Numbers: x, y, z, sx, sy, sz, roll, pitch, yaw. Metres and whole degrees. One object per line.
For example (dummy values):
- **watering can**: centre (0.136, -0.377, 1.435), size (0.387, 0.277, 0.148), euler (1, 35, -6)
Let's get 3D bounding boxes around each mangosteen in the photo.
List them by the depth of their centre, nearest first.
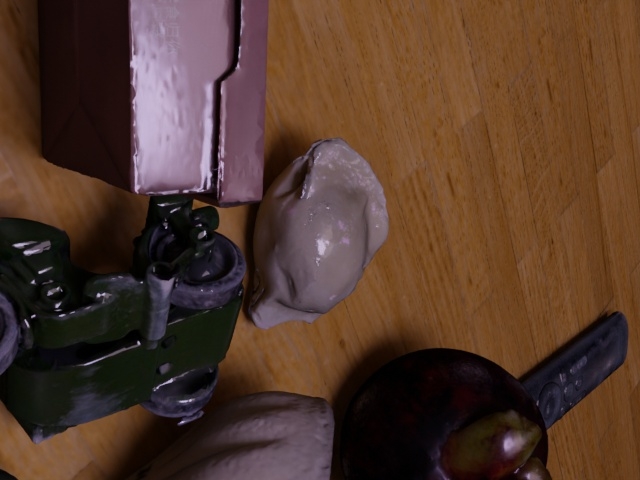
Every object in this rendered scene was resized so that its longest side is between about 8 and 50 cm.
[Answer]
- **mangosteen**: centre (0.142, 0.234, 0.859), size (0.228, 0.265, 0.228), euler (-4, 103, -18)

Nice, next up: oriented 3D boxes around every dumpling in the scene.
- **dumpling**: centre (0.000, 0.000, 0.767), size (0.136, 0.118, 0.199), euler (7, 116, -45)

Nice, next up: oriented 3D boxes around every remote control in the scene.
- **remote control**: centre (0.385, 0.224, 1.272), size (0.377, 0.044, 0.107), euler (-22, 112, -42)

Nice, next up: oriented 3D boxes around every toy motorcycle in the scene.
- **toy motorcycle**: centre (-0.169, 0.062, 0.597), size (0.275, 0.127, 0.205), euler (-15, 141, -34)

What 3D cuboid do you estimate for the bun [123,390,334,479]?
- **bun**: centre (-0.095, 0.244, 0.679), size (0.175, 0.263, 0.263), euler (12, 91, -5)

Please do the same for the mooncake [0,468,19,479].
- **mooncake**: centre (-0.269, 0.229, 0.536), size (0.175, 0.104, 0.168), euler (-43, 139, -38)

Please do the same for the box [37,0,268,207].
- **box**: centre (-0.121, -0.142, 0.532), size (0.086, 0.215, 0.215), euler (-5, 104, -32)
